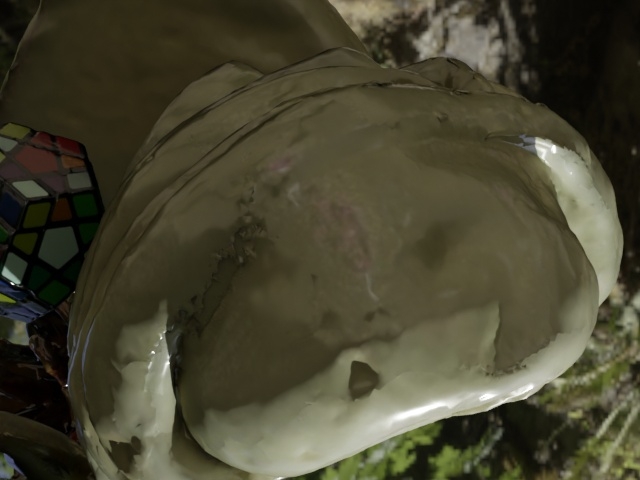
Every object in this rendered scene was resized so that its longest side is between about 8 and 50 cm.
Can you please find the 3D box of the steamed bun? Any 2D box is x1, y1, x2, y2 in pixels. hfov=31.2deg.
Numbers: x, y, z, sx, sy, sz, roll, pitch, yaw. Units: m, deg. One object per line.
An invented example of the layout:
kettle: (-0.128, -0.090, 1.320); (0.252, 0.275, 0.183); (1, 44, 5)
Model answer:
steamed bun: (0.000, 0.000, 0.701); (0.339, 0.247, 0.352); (-22, 176, 35)

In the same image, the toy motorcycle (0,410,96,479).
toy motorcycle: (-0.142, 0.241, 0.817); (0.409, 0.237, 0.169); (11, -119, 0)

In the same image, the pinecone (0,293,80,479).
pinecone: (-0.213, 0.145, 1.264); (0.384, 0.385, 0.384); (-5, -145, 3)

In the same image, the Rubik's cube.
Rubik's cube: (-0.199, -0.011, 0.756); (0.133, 0.133, 0.112); (8, -177, 20)

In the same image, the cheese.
cheese: (-0.111, -0.095, 0.895); (0.317, 0.326, 0.115); (-23, -156, 9)
